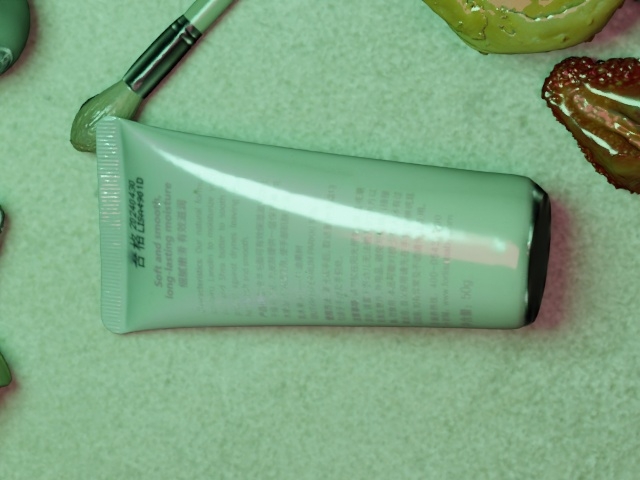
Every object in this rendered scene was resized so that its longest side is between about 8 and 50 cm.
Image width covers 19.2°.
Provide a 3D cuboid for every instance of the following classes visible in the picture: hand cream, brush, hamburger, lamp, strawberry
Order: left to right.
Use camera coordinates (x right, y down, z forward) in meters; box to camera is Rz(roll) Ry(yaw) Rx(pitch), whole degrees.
[{"bbox_3d":[-0.275,-0.170,1.463,0.105,0.105,0.105,0,100,2],"label":"lamp"},{"bbox_3d":[-0.093,-0.182,1.494,0.039,0.042,0.299,41,96,-20],"label":"brush"},{"bbox_3d":[0.000,0.000,1.492,0.358,0.118,0.186,4,114,7],"label":"hand cream"},{"bbox_3d":[0.155,-0.243,1.440,0.213,0.108,0.214,1,97,6],"label":"hamburger"},{"bbox_3d":[0.243,-0.090,1.485,0.152,0.048,0.104,24,105,-1],"label":"strawberry"}]

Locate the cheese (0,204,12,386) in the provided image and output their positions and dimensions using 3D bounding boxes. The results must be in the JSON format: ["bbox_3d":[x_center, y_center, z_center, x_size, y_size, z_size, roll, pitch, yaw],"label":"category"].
[{"bbox_3d":[-0.316,0.098,1.525,0.163,0.082,0.286,21,99,-3],"label":"cheese"}]
